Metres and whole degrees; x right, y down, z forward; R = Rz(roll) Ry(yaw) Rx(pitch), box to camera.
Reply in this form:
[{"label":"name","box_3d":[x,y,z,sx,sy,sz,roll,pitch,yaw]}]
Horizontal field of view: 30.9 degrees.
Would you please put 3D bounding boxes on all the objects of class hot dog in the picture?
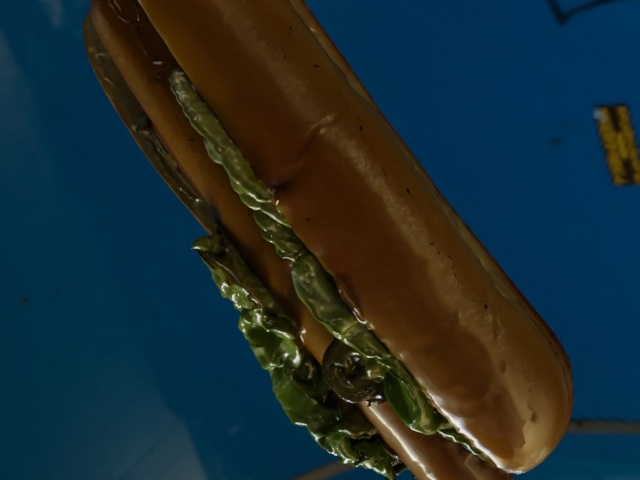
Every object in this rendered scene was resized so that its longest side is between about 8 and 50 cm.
[{"label":"hot dog","box_3d":[0.000,0.000,0.560,0.100,0.135,0.337,-39,-85,-33]}]
